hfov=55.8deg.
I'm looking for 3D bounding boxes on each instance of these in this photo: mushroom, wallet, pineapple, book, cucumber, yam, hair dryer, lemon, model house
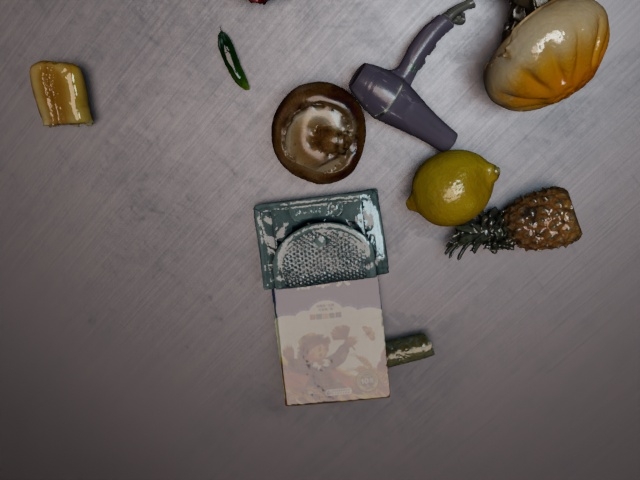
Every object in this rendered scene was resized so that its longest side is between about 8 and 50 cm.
[{"bbox_3d":[-0.003,-0.264,1.501,0.253,0.153,0.253,2,110,7],"label":"mushroom"},{"bbox_3d":[0.000,0.000,1.605,0.342,0.075,0.237,-7,92,4],"label":"wallet"},{"bbox_3d":[0.486,-0.029,1.566,0.340,0.169,0.169,-16,106,16],"label":"pineapple"},{"bbox_3d":[0.025,0.237,1.670,0.300,0.039,0.428,-7,94,5],"label":"book"},{"bbox_3d":[-0.224,-0.453,1.515,0.039,0.039,0.168,-21,107,9],"label":"cucumber"},{"bbox_3d":[0.228,0.313,1.714,0.179,0.078,0.078,-16,106,7],"label":"yam"},{"bbox_3d":[0.276,-0.423,1.477,0.301,0.121,0.361,31,101,-16],"label":"hair dryer"},{"bbox_3d":[0.330,-0.131,1.515,0.244,0.187,0.187,-26,105,13],"label":"lemon"},{"bbox_3d":[0.453,-0.538,1.379,0.176,0.181,0.248,23,102,-2],"label":"model house"}]

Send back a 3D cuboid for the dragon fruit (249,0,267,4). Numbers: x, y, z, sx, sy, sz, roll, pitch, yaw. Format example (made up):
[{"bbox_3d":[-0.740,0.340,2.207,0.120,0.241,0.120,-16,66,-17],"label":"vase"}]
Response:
[{"bbox_3d":[-0.126,-0.669,1.393,0.261,0.163,0.189,-14,77,3],"label":"dragon fruit"}]

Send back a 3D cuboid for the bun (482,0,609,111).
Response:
[{"bbox_3d":[0.519,-0.393,1.356,0.299,0.299,0.165,-38,70,13],"label":"bun"}]

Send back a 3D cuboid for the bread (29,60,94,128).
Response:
[{"bbox_3d":[-0.654,-0.369,1.534,0.134,0.085,0.173,0,109,6],"label":"bread"}]
